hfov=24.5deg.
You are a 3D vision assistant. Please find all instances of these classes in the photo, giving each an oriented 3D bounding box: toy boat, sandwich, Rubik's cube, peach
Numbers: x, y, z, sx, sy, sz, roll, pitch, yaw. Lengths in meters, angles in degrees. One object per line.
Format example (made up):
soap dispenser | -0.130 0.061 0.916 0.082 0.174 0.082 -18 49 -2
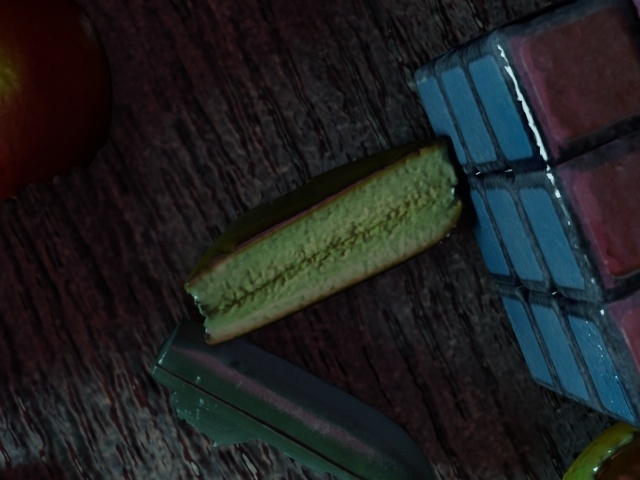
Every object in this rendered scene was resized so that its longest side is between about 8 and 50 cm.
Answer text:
toy boat | -0.019 0.153 1.207 0.260 0.078 0.085 28 111 -5
sandwich | 0.000 0.000 1.203 0.244 0.088 0.090 -27 102 -9
Rubik's cube | 0.280 -0.059 1.126 0.304 0.301 0.305 -21 92 -7
peach | -0.263 -0.089 1.116 0.190 0.196 0.226 17 73 17

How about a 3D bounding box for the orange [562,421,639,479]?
orange | 0.287 0.286 1.184 0.262 0.196 0.334 8 94 -21

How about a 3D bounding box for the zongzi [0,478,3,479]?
zongzi | -0.243 0.248 1.198 0.113 0.052 0.104 16 83 -20
